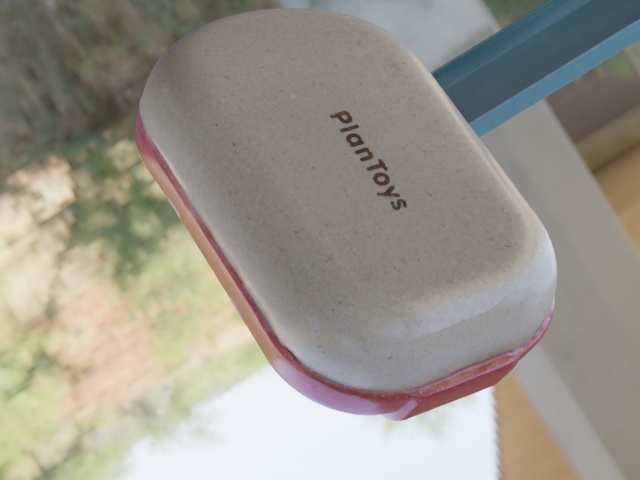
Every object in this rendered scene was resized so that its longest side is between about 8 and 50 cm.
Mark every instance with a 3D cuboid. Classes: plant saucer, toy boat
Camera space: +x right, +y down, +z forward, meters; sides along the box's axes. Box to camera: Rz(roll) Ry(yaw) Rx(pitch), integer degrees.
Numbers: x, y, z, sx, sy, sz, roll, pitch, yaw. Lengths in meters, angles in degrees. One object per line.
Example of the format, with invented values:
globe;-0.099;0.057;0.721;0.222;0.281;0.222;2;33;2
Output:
plant saucer;0.113;-0.097;1.019;0.192;0.018;0.067;-32;-147;12
toy boat;0.000;0.000;0.918;0.151;0.231;0.151;-17;150;-29
